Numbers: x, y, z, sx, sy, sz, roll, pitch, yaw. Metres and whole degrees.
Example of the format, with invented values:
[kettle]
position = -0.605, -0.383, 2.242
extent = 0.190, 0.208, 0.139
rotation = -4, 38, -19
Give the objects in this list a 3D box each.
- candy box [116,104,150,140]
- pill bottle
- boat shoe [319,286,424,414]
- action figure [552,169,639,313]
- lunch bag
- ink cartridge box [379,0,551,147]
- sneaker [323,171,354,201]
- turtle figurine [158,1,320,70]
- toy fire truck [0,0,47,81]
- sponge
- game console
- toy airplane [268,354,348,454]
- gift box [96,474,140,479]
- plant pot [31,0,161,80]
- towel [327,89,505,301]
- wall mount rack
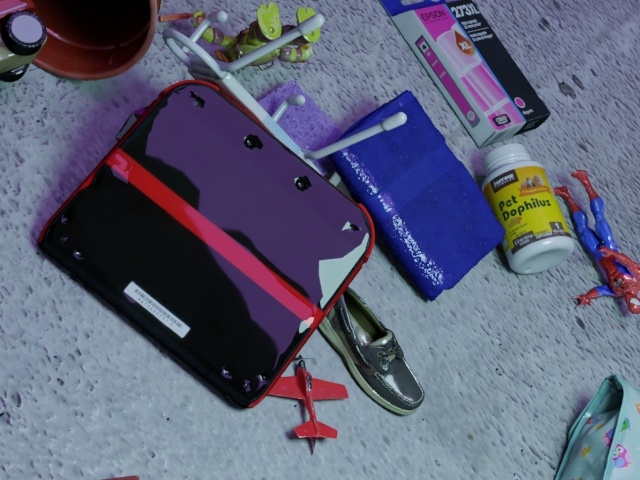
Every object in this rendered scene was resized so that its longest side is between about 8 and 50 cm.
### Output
[candy box]
position = -0.173, -0.110, 1.854
extent = 0.159, 0.071, 0.233
rotation = -30, 80, -44
[pill bottle]
position = 0.354, -0.058, 2.143
extent = 0.117, 0.117, 0.215
rotation = 1, 59, -34
[boat shoe]
position = 0.079, 0.161, 1.836
extent = 0.223, 0.073, 0.080
rotation = 50, 46, 5
[action figure]
position = 0.486, 0.013, 2.205
extent = 0.139, 0.091, 0.280
rotation = -8, 64, -45
[lunch bag]
position = 0.501, 0.364, 1.927
extent = 0.223, 0.160, 0.262
rotation = 34, 53, -9
[ink cartridge box]
position = 0.269, -0.354, 2.332
extent = 0.176, 0.069, 0.371
rotation = -21, 71, -41
[sneaker]
position = 0.000, 0.000, 1.889
extent = 0.118, 0.083, 0.222
rotation = 49, 53, -13
[turtle figurine]
position = -0.112, -0.322, 1.974
extent = 0.269, 0.217, 0.087
rotation = 15, 78, -27
[toy fire truck]
position = -0.534, -0.319, 1.708
extent = 0.217, 0.158, 0.246
rotation = -29, 87, -33
[sponge]
position = -0.014, -0.162, 2.026
extent = 0.210, 0.031, 0.117
rotation = 46, 47, 1
[game console]
position = -0.146, -0.006, 1.737
extent = 0.386, 0.060, 0.342
rotation = 39, 75, -3
[toy airplane]
position = -0.019, 0.230, 1.754
extent = 0.151, 0.028, 0.151
rotation = 16, 52, -22
[gift box]
position = -0.310, 0.395, 1.295
extent = 0.276, 0.258, 0.255
rotation = -2, 61, -12
[plant pot]
position = -0.334, -0.426, 1.848
extent = 0.272, 0.272, 0.265
rotation = 32, 40, -11
[towel]
position = 0.155, -0.075, 2.033
extent = 0.228, 0.076, 0.308
rotation = -38, 94, -38
[wall mount rack]
position = -0.054, -0.223, 1.800
extent = 0.130, 0.304, 0.350
rotation = -52, 124, -10
